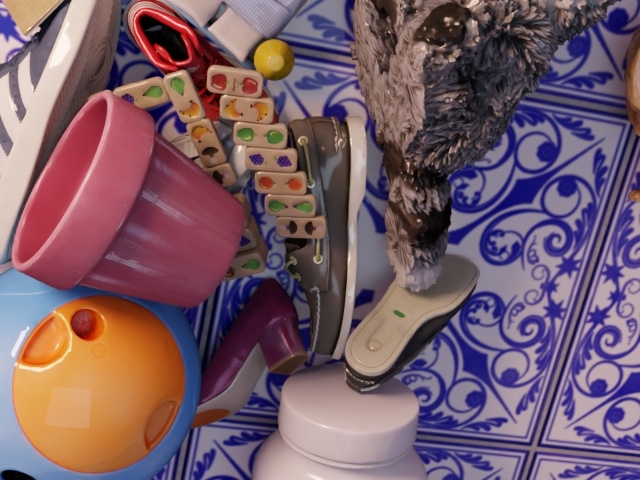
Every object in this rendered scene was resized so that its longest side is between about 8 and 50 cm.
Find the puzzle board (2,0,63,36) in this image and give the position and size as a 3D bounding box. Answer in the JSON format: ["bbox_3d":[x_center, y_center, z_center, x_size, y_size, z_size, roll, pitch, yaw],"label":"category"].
[{"bbox_3d":[-0.300,-0.283,1.015,0.096,0.128,0.011,-42,148,7],"label":"puzzle board"}]

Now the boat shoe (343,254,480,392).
[{"bbox_3d":[0.114,0.101,1.213,0.233,0.084,0.079,-40,151,-28],"label":"boat shoe"}]

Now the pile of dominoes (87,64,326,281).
[{"bbox_3d":[-0.119,-0.068,1.051,0.196,0.040,0.251,-14,124,14],"label":"pile of dominoes"}]

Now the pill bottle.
[{"bbox_3d":[0.016,0.380,1.249,0.229,0.229,0.408,3,110,-10],"label":"pill bottle"}]

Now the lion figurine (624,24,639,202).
[{"bbox_3d":[0.531,-0.146,1.202,0.392,0.142,0.240,5,102,-26],"label":"lion figurine"}]

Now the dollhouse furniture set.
[{"bbox_3d":[-0.067,-0.349,0.959,0.303,0.198,0.286,41,98,-15],"label":"dollhouse furniture set"}]

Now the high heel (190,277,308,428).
[{"bbox_3d":[-0.126,0.153,1.244,0.244,0.117,0.082,-38,148,27],"label":"high heel"}]

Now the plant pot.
[{"bbox_3d":[-0.186,-0.024,0.977,0.180,0.201,0.201,27,104,-26],"label":"plant pot"}]

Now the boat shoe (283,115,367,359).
[{"bbox_3d":[-0.001,-0.001,1.171,0.091,0.109,0.305,1,105,-8],"label":"boat shoe"}]

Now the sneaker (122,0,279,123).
[{"bbox_3d":[-0.132,-0.177,1.068,0.221,0.128,0.087,37,101,-20],"label":"sneaker"}]

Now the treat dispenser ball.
[{"bbox_3d":[-0.279,0.156,1.087,0.288,0.288,0.288,-3,111,-8],"label":"treat dispenser ball"}]

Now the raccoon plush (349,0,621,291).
[{"bbox_3d":[0.206,-0.180,1.128,0.299,0.216,0.446,-14,135,-15],"label":"raccoon plush"}]

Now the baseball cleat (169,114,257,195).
[{"bbox_3d":[-0.144,-0.065,1.135,0.109,0.072,0.206,40,121,-1],"label":"baseball cleat"}]

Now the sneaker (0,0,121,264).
[{"bbox_3d":[-0.341,-0.154,1.052,0.148,0.131,0.350,26,96,4],"label":"sneaker"}]
